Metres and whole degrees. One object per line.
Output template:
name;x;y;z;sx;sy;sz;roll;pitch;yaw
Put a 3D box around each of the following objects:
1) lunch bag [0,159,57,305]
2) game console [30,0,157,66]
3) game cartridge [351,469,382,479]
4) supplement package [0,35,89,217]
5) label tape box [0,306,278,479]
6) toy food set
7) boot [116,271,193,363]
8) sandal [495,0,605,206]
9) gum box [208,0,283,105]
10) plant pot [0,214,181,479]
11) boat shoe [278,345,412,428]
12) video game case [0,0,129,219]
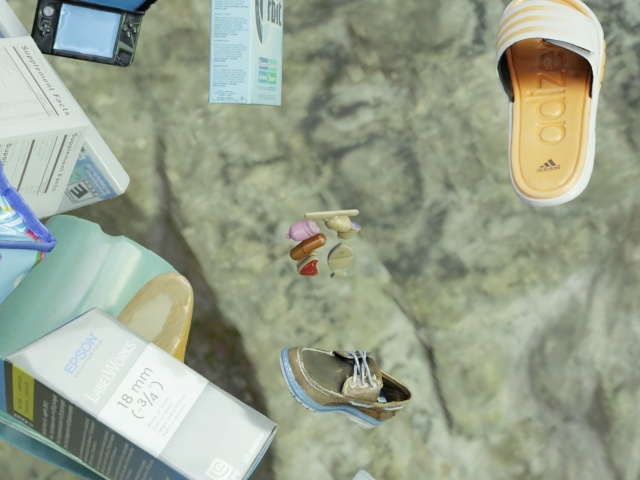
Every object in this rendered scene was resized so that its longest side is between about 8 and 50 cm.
lunch bag;-0.387;0.030;0.963;0.221;0.293;0.138;-44;-109;32
game console;-0.249;-0.245;1.439;0.071;0.122;0.107;43;-58;57
game cartridge;0.046;0.440;1.574;0.196;0.060;0.294;37;-62;9
supplement package;-0.370;-0.094;1.239;0.139;0.244;0.134;54;-45;25
label tape box;-0.227;0.172;1.384;0.334;0.106;0.240;33;-24;0
toy food set;0.000;0.000;1.343;0.122;0.078;0.019;106;-24;-53
boot;-0.230;0.193;1.883;0.104;0.211;0.295;24;-90;22
sandal;0.213;-0.154;1.200;0.102;0.265;0.076;-8;-38;15
gum box;-0.066;-0.217;1.195;0.041;0.157;0.184;3;-84;8
plant pot;-0.387;0.163;2.012;0.341;0.334;0.341;23;-19;8
boat shoe;0.028;0.136;1.294;0.066;0.183;0.066;-27;-120;24
video game case;-0.439;-0.148;1.569;0.300;0.036;0.329;-15;-54;24
